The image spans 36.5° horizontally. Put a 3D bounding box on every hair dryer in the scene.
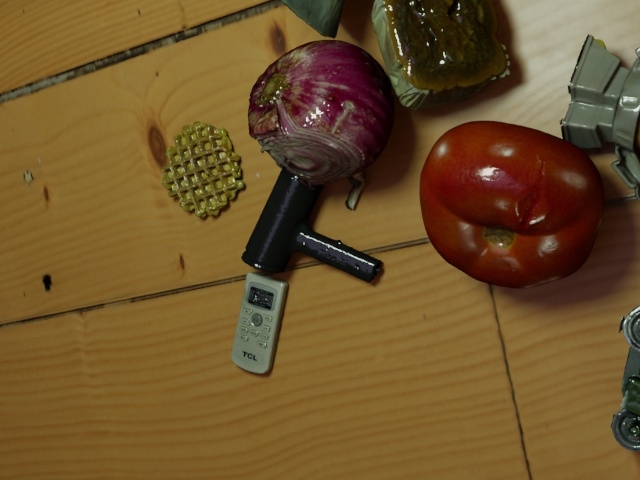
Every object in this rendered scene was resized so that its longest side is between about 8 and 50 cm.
[{"bbox_3d":[0.000,0.000,1.791,0.251,0.089,0.197,27,103,13],"label":"hair dryer"}]

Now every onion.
[{"bbox_3d":[0.015,-0.227,1.664,0.230,0.272,0.256,-30,67,32],"label":"onion"}]

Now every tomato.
[{"bbox_3d":[0.297,-0.068,1.534,0.299,0.226,0.298,12,141,10],"label":"tomato"}]

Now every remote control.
[{"bbox_3d":[-0.120,0.162,1.878,0.088,0.029,0.190,17,101,25],"label":"remote control"}]

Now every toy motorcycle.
[{"bbox_3d":[0.515,0.200,1.473,0.127,0.205,0.275,11,93,24],"label":"toy motorcycle"}]

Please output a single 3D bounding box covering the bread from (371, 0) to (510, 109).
[{"bbox_3d":[0.197,-0.337,1.603,0.192,0.110,0.209,-13,86,-9],"label":"bread"}]

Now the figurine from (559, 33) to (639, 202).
[{"bbox_3d":[0.515,-0.188,1.476,0.309,0.143,0.308,24,138,24],"label":"figurine"}]

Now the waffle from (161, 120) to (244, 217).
[{"bbox_3d":[-0.234,-0.139,1.910,0.191,0.038,0.191,2,96,26],"label":"waffle"}]

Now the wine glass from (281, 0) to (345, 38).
[{"bbox_3d":[0.076,-0.551,1.566,0.406,0.267,0.267,-39,77,20],"label":"wine glass"}]
